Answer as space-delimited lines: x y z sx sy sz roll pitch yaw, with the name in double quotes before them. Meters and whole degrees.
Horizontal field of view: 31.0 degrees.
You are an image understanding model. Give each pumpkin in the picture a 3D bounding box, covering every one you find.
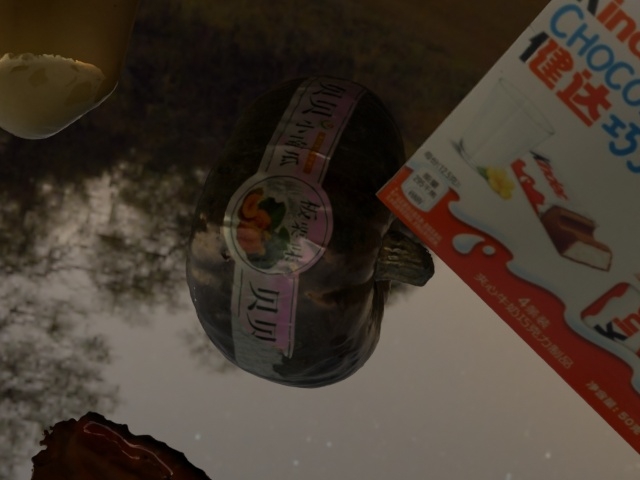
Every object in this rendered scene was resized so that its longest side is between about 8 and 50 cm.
"pumpkin" 0.003 0.001 0.961 0.189 0.260 0.260 16 -176 8

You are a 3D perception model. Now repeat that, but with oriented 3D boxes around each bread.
"bread" -0.203 -0.187 0.889 0.098 0.217 0.147 33 139 -32

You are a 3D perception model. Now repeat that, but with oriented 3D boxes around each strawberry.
"strawberry" -0.132 0.210 0.804 0.192 0.140 0.085 15 139 21

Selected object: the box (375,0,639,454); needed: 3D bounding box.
"box" 0.204 -0.015 0.754 0.273 0.265 0.048 45 -134 5
